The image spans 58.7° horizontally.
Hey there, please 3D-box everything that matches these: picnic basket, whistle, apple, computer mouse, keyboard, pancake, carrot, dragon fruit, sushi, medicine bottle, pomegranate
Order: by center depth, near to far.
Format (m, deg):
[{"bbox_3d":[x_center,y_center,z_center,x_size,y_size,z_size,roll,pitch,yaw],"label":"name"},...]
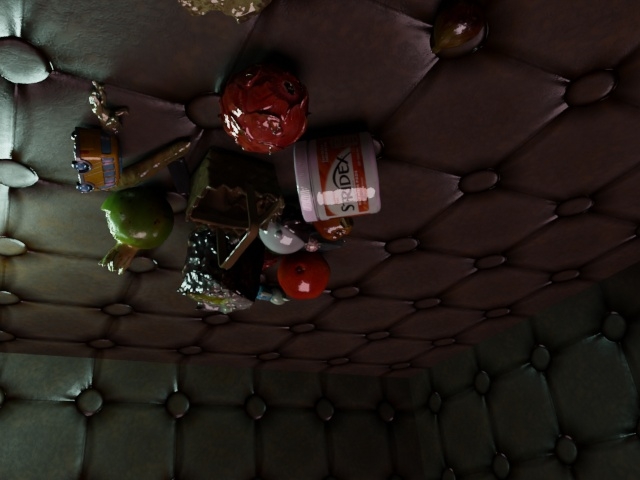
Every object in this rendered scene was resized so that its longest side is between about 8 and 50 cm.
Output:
[{"bbox_3d":[-0.216,-0.572,1.260,0.235,0.029,0.212,9,147,-24],"label":"pancake"},{"bbox_3d":[-0.148,-0.342,1.488,0.240,0.241,0.252,12,132,-28],"label":"dragon fruit"},{"bbox_3d":[0.054,-0.194,1.749,0.240,0.253,0.253,-8,151,5],"label":"medicine bottle"},{"bbox_3d":[-0.527,-0.234,1.773,0.342,0.070,0.070,-21,147,22],"label":"carrot"},{"bbox_3d":[-0.269,-0.097,1.809,0.291,0.321,0.254,11,143,-31],"label":"picnic basket"},{"bbox_3d":[-0.460,-0.209,1.880,0.063,0.010,0.198,-3,151,-2],"label":"keyboard"},{"bbox_3d":[-0.617,-0.032,1.884,0.235,0.302,0.236,16,168,3],"label":"pomegranate"},{"bbox_3d":[0.036,-0.084,2.039,0.146,0.158,0.156,-13,153,16],"label":"apple"},{"bbox_3d":[-0.360,0.102,2.118,0.299,0.295,0.281,-15,146,41],"label":"sushi"},{"bbox_3d":[-0.001,-0.002,2.272,0.231,0.071,0.126,4,164,-32],"label":"computer mouse"},{"bbox_3d":[-0.064,0.142,2.382,0.220,0.221,0.256,-11,178,9],"label":"pomegranate"},{"bbox_3d":[-0.255,0.093,2.387,0.162,0.083,0.106,4,152,-21],"label":"dragon fruit"},{"bbox_3d":[-0.257,0.248,2.669,0.235,0.077,0.114,17,172,-24],"label":"whistle"}]

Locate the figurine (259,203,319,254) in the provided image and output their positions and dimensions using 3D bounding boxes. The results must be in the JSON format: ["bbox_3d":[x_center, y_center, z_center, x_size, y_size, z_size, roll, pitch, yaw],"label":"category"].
[{"bbox_3d":[-0.142,-0.025,2.069,0.281,0.167,0.370,33,165,-2],"label":"figurine"}]

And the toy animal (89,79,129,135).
[{"bbox_3d":[-0.576,-0.354,1.546,0.086,0.069,0.220,5,148,1],"label":"toy animal"}]

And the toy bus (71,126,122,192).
[{"bbox_3d":[-0.660,-0.235,1.688,0.136,0.126,0.210,-4,152,-20],"label":"toy bus"}]

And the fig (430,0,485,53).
[{"bbox_3d":[0.325,-0.514,1.384,0.109,0.103,0.155,26,134,-9],"label":"fig"}]
